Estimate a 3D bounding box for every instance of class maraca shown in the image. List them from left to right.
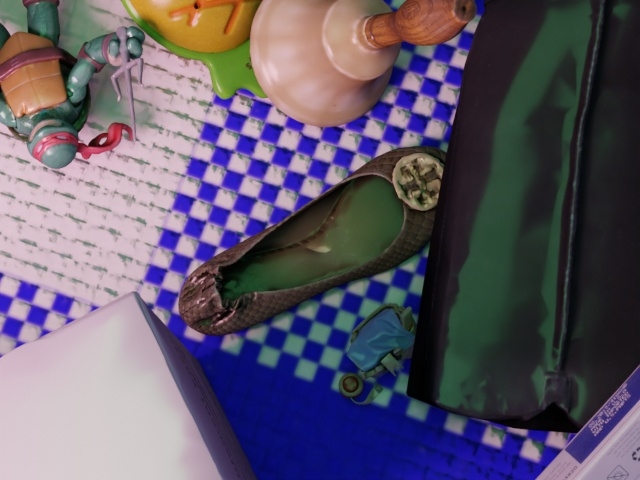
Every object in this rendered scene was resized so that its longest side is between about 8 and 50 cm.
[{"bbox_3d":[-0.089,-0.197,1.577,0.185,0.099,0.127,47,71,-11],"label":"maraca"}]

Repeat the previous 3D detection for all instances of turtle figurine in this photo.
[{"bbox_3d":[-0.233,-0.139,1.564,0.175,0.118,0.234,-17,61,-14],"label":"turtle figurine"}]

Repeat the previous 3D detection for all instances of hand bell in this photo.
[{"bbox_3d":[0.048,-0.156,1.464,0.126,0.242,0.126,1,88,-23],"label":"hand bell"}]

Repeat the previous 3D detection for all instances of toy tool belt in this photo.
[{"bbox_3d":[0.043,0.086,1.524,0.052,0.051,0.083,41,84,12],"label":"toy tool belt"}]

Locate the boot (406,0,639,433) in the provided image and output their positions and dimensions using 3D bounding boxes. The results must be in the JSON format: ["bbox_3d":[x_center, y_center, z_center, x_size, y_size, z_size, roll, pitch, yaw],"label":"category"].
[{"bbox_3d":[0.276,-0.061,1.490,0.367,0.146,0.445,8,79,4],"label":"boot"}]

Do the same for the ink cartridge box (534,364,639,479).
[{"bbox_3d":[0.240,0.235,1.438,0.223,0.045,0.224,-47,114,0],"label":"ink cartridge box"}]

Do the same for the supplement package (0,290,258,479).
[{"bbox_3d":[-0.148,0.174,1.397,0.177,0.293,0.175,-27,77,-1],"label":"supplement package"}]

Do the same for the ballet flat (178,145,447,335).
[{"bbox_3d":[0.000,0.000,1.543,0.250,0.058,0.084,-27,78,-2],"label":"ballet flat"}]
